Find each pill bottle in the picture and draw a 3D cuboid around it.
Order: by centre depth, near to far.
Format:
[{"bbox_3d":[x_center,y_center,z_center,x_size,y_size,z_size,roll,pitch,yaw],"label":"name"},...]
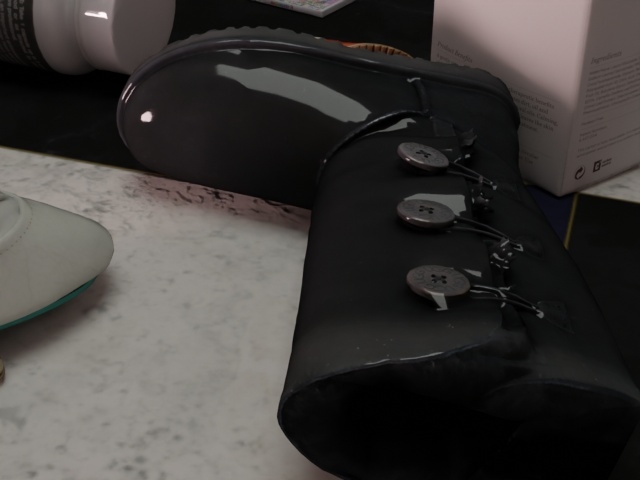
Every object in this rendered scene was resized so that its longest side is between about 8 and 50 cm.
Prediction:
[{"bbox_3d":[-0.316,-0.272,1.157,0.283,0.161,0.161,14,34,18],"label":"pill bottle"}]

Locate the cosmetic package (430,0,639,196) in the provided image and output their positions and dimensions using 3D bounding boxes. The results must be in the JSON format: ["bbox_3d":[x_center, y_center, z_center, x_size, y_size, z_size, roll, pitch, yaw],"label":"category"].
[{"bbox_3d":[0.221,-0.252,0.962,0.155,0.365,0.197,-20,39,-31],"label":"cosmetic package"}]

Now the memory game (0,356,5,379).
[{"bbox_3d":[-0.307,0.098,0.701,0.186,0.012,0.186,1,32,-1],"label":"memory game"}]

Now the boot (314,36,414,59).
[{"bbox_3d":[0.032,-0.201,1.165,0.158,0.059,0.084,4,27,6],"label":"boot"}]

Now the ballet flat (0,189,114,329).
[{"bbox_3d":[-0.326,0.017,0.696,0.400,0.139,0.139,-18,37,-29],"label":"ballet flat"}]

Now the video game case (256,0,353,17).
[{"bbox_3d":[-0.026,-0.329,1.407,0.122,0.011,0.087,19,36,26],"label":"video game case"}]

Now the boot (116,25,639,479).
[{"bbox_3d":[0.002,0.000,0.776,0.367,0.146,0.445,0,36,0],"label":"boot"}]
